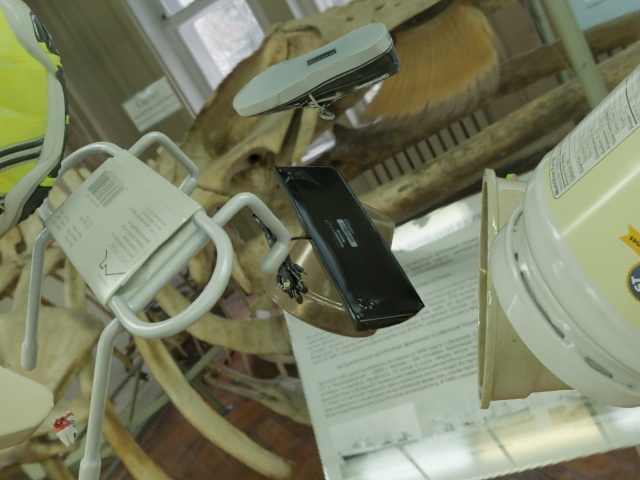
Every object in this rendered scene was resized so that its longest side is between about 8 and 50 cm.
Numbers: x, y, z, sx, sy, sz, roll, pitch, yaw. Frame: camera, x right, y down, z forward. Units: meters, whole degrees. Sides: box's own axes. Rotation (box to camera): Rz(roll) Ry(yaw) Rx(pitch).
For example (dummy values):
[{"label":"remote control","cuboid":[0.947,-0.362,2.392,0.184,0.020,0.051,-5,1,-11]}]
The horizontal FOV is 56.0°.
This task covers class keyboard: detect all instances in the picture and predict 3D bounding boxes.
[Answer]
[{"label":"keyboard","cuboid":[0.000,0.000,0.856,0.201,0.033,0.317,-3,45,-29]}]

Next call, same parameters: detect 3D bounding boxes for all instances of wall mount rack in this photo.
[{"label":"wall mount rack","cuboid":[-0.202,0.047,0.603,0.304,0.130,0.350,-47,45,-9]}]

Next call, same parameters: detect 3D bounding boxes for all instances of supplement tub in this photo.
[{"label":"supplement tub","cuboid":[0.304,-0.034,0.438,0.235,0.235,0.325,-47,-5,-45]}]

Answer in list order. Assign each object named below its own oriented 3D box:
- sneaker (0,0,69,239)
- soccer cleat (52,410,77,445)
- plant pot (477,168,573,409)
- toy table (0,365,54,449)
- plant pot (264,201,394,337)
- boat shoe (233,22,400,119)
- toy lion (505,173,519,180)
[{"label":"sneaker","cuboid":[-0.363,-0.048,0.553,0.385,0.145,0.147,-63,-19,10]},{"label":"soccer cleat","cuboid":[-0.338,0.251,0.801,0.029,0.036,0.083,-26,4,-22]},{"label":"plant pot","cuboid":[0.374,0.068,0.813,0.305,0.334,0.334,1,25,13]},{"label":"toy table","cuboid":[-0.285,0.096,0.322,0.252,0.274,0.161,-34,27,18]},{"label":"plant pot","cuboid":[0.041,0.038,1.243,0.263,0.263,0.229,-95,26,-73]},{"label":"boat shoe","cuboid":[-0.006,-0.280,1.089,0.306,0.105,0.113,-24,41,10]},{"label":"toy lion","cuboid":[0.474,-0.110,1.483,0.034,0.100,0.096,-1,43,38]}]
